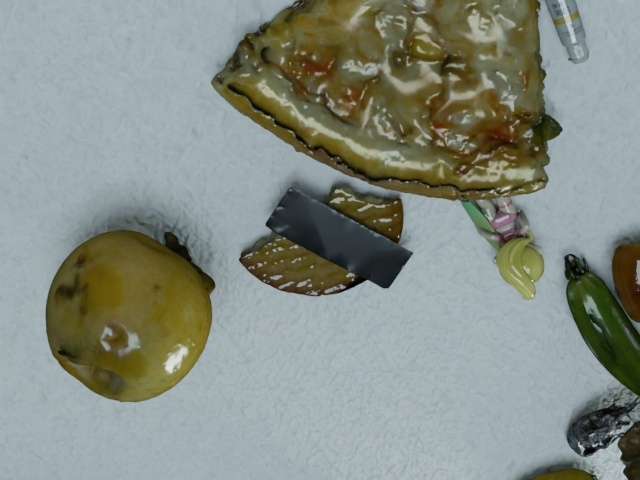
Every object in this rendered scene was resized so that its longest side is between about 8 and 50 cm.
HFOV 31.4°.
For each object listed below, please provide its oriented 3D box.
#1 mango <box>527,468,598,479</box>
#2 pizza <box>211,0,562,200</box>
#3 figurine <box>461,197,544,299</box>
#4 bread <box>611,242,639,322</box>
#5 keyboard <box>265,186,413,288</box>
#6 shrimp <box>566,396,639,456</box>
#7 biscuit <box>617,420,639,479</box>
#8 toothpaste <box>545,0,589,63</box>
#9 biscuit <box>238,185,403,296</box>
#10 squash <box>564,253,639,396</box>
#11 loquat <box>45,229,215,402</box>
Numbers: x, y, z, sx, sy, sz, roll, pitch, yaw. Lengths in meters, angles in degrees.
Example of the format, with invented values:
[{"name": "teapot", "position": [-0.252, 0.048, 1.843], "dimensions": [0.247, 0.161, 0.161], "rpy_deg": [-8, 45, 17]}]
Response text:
[{"name": "mango", "position": [0.362, 0.408, 1.773], "dimensions": [0.161, 0.076, 0.103], "rpy_deg": [-18, 124, 21]}, {"name": "pizza", "position": [0.137, -0.189, 1.433], "dimensions": [0.435, 0.080, 0.392], "rpy_deg": [-32, 112, 21]}, {"name": "figurine", "position": [0.251, -0.007, 1.545], "dimensions": [0.083, 0.083, 0.187], "rpy_deg": [-20, 107, 13]}, {"name": "bread", "position": [0.468, 0.046, 1.563], "dimensions": [0.126, 0.044, 0.129], "rpy_deg": [-32, 109, -7]}, {"name": "keyboard", "position": [0.026, -0.003, 1.550], "dimensions": [0.196, 0.015, 0.074], "rpy_deg": [27, 114, -13]}, {"name": "shrimp", "position": [0.424, 0.277, 1.689], "dimensions": [0.065, 0.057, 0.165], "rpy_deg": [35, 141, -12]}, {"name": "biscuit", "position": [0.593, 0.233, 1.559], "dimensions": [0.268, 0.115, 0.366], "rpy_deg": [-4, 152, -28]}, {"name": "toothpaste", "position": [0.291, -0.306, 1.396], "dimensions": [0.048, 0.031, 0.190], "rpy_deg": [-16, 115, 21]}, {"name": "biscuit", "position": [0.000, -0.001, 1.579], "dimensions": [0.228, 0.031, 0.176], "rpy_deg": [1, 119, 3]}, {"name": "squash", "position": [0.429, 0.148, 1.621], "dimensions": [0.080, 0.071, 0.318], "rpy_deg": [-39, 112, 12]}, {"name": "loquat", "position": [-0.251, 0.095, 1.529], "dimensions": [0.244, 0.244, 0.244], "rpy_deg": [1, 120, 2]}]
